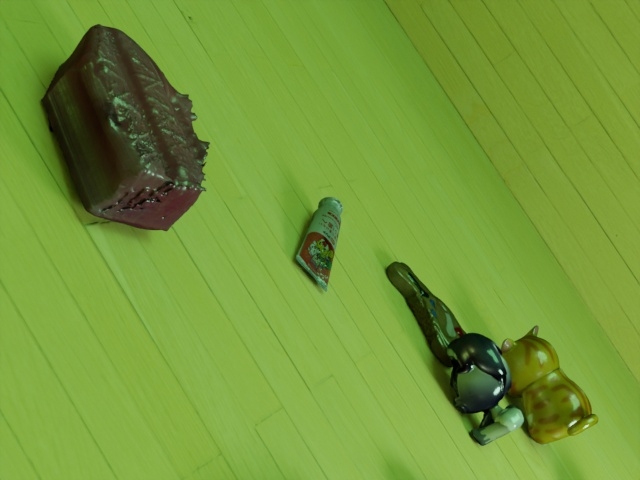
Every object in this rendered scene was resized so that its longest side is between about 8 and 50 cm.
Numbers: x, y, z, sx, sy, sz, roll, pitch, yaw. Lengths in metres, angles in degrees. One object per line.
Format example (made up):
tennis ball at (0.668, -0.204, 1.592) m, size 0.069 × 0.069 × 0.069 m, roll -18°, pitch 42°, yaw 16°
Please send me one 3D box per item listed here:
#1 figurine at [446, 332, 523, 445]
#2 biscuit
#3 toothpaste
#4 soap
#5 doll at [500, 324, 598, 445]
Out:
figurine at (0.333, 0.296, 1.953) m, size 0.222 × 0.145 × 0.145 m, roll 63°, pitch 23°, yaw 2°
biscuit at (0.254, 0.174, 2.094) m, size 0.320 × 0.047 × 0.183 m, roll 54°, pitch 19°, yaw 0°
toothpaste at (0.000, 0.000, 1.823) m, size 0.089 × 0.057 × 0.234 m, roll 48°, pitch 31°, yaw -21°
soap at (-0.281, -0.170, 1.384) m, size 0.220 × 0.127 × 0.325 m, roll 20°, pitch 40°, yaw -56°
doll at (0.520, 0.350, 2.238) m, size 0.166 × 0.162 × 0.270 m, roll -9°, pitch 55°, yaw -50°
